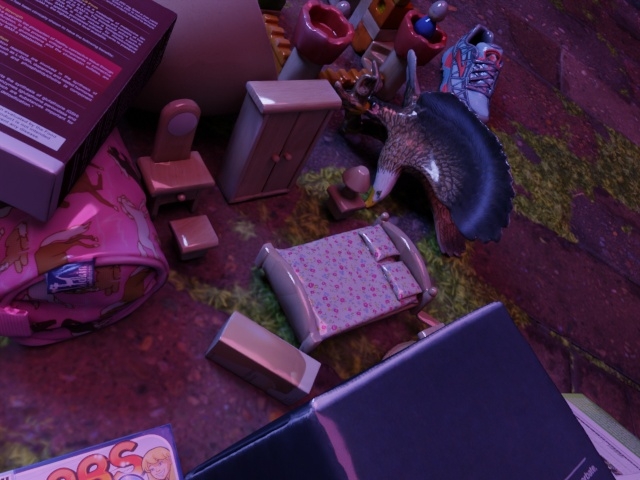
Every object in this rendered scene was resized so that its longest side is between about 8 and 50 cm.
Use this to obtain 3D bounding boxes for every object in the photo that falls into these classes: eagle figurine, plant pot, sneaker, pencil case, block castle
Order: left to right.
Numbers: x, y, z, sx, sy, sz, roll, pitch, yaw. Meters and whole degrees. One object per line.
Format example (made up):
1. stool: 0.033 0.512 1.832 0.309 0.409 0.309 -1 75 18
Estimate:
1. pencil case: -0.294 -0.096 0.530 0.160 0.167 0.386 -28 73 3
2. plant pot: -0.199 -0.271 0.648 0.190 0.284 0.284 -26 75 -9
3. block castle: 0.004 -0.468 0.899 0.303 0.213 0.453 -12 68 -35
4. eagle figurine: 0.156 -0.124 0.797 0.298 0.225 0.226 35 39 7
5. sneaker: 0.309 -0.340 1.055 0.104 0.125 0.262 18 54 -20

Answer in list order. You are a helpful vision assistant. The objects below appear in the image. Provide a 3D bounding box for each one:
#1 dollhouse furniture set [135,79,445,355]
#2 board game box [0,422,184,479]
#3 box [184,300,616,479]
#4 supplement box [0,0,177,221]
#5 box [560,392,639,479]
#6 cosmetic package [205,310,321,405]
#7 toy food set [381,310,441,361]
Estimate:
1. dollhouse furniture set: 0.000 0.000 0.602 0.303 0.174 0.356 -14 62 -35
2. board game box: -0.211 0.251 0.436 0.201 0.035 0.136 -8 66 -34
3. box: 0.095 0.303 0.415 0.212 0.293 0.396 -18 72 -37
4. supplement box: -0.233 -0.147 0.449 0.130 0.073 0.239 28 50 -15
5. box: 0.306 0.271 0.605 0.322 0.059 0.232 11 20 -34
6. cosmetic package: -0.064 0.133 0.581 0.115 0.060 0.041 32 50 -7
7. toy food set: 0.132 0.196 0.678 0.132 0.038 0.192 36 55 3
